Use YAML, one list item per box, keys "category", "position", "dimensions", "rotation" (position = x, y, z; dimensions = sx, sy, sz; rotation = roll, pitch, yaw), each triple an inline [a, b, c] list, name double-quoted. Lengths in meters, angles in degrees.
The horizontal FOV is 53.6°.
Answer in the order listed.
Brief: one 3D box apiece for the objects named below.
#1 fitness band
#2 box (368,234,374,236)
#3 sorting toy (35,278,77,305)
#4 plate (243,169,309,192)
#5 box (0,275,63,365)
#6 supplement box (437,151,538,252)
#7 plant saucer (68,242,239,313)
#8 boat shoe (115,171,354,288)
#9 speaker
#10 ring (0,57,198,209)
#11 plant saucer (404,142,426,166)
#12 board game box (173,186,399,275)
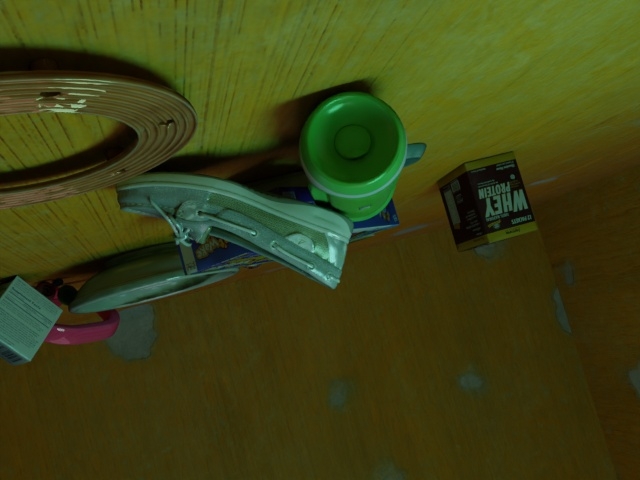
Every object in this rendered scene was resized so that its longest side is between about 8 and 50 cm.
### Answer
- category: "fitness band"
  position: [-0.622, 0.180, 1.542]
  dimensions: [0.209, 0.054, 0.291]
  rotation: [25, -172, 19]
- category: "box"
  position: [0.000, 0.000, 2.055]
  dimensions: [0.232, 0.058, 0.322]
  rotation: [-19, 172, 31]
- category: "sorting toy"
  position: [-0.638, 0.125, 1.522]
  dimensions: [0.042, 0.061, 0.102]
  rotation: [-19, 150, 39]
- category: "plate"
  position: [-0.083, -0.073, 1.154]
  dimensions: [0.278, 0.045, 0.278]
  rotation: [-15, 174, -9]
- category: "box"
  position: [-0.637, 0.167, 1.322]
  dimensions: [0.072, 0.126, 0.137]
  rotation: [-18, -143, 35]
- category: "supplement box"
  position: [0.401, -0.088, 1.548]
  dimensions: [0.129, 0.194, 0.191]
  rotation: [-15, 175, -11]
- category: "plant saucer"
  position: [-0.398, 0.078, 1.507]
  dimensions: [0.401, 0.100, 0.400]
  rotation: [-16, 174, -2]
- category: "boat shoe"
  position: [-0.115, -0.017, 0.846]
  dimensions: [0.321, 0.103, 0.118]
  rotation: [14, 172, -15]
- category: "speaker"
  position: [0.043, -0.098, 0.836]
  dimensions: [0.131, 0.131, 0.296]
  rotation: [-16, 175, 2]
- category: "ring"
  position: [-0.279, -0.085, 0.575]
  dimensions: [0.337, 0.032, 0.336]
  rotation: [-16, 174, -2]
- category: "plant saucer"
  position: [0.137, -0.146, 1.150]
  dimensions: [0.120, 0.021, 0.119]
  rotation: [-15, 174, -2]
- category: "board game box"
  position: [-0.046, -0.022, 1.122]
  dimensions: [0.234, 0.078, 0.347]
  rotation: [-20, 173, 34]
